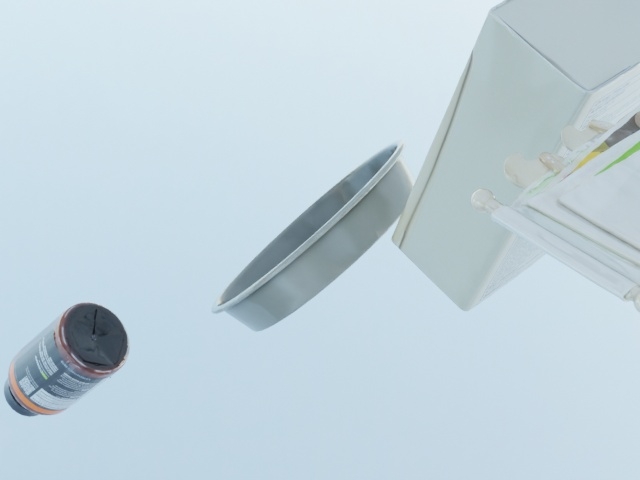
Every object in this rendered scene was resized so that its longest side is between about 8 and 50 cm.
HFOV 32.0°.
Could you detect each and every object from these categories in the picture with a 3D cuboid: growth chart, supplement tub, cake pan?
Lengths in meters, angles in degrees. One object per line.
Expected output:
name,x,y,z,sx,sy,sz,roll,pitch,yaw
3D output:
growth chart,0.232,-0.040,0.716,0.237,0.021,0.172,-26,-137,-17
supplement tub,-0.345,0.166,1.480,0.106,0.198,0.106,26,-133,-31
cake pan,0.000,0.000,1.276,0.054,0.293,0.293,48,-146,-7

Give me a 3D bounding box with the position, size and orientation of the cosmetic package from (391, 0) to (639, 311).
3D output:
cosmetic package,0.189,-0.088,1.006,0.160,0.309,0.113,-32,-114,-33
